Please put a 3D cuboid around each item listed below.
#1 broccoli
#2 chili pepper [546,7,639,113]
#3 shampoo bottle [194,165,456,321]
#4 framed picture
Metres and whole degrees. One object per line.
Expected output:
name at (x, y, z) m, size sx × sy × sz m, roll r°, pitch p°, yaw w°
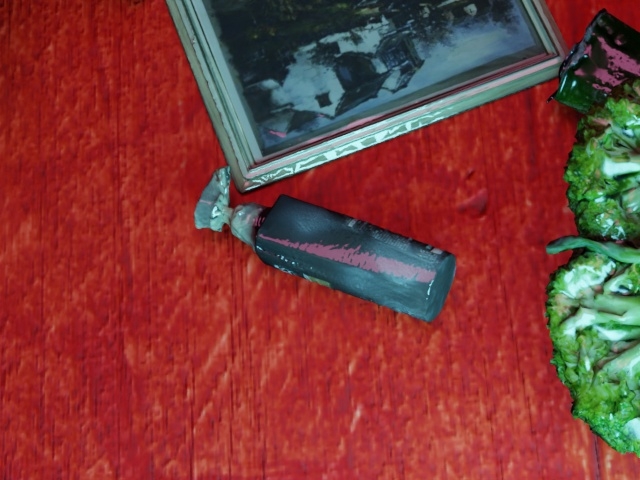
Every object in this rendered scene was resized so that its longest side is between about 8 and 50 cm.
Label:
broccoli at (0.297, 0.006, 1.315) m, size 0.304 × 0.283 × 0.321 m, roll -14°, pitch 79°, yaw -11°
chili pepper at (0.293, -0.093, 1.496) m, size 0.227 × 0.059 × 0.088 m, roll 31°, pitch 85°, yaw 15°
shampoo bottle at (0.000, 0.001, 1.483) m, size 0.208 × 0.057 × 0.063 m, roll 19°, pitch 67°, yaw 17°
framed picture at (0.033, -0.184, 1.597) m, size 0.296 × 0.019 × 0.232 m, roll -21°, pitch 62°, yaw -3°
